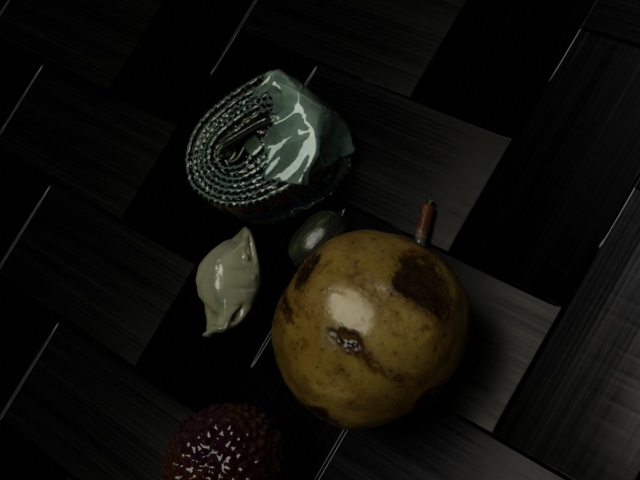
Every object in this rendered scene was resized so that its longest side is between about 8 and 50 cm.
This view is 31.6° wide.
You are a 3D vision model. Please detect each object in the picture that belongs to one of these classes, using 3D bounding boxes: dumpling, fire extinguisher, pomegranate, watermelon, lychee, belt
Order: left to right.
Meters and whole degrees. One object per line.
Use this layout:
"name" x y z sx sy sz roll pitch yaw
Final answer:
"lychee" -0.138 0.334 1.604 0.188 0.188 0.188 -11 64 24
"dumpling" -0.153 0.067 1.798 0.134 0.100 0.169 -14 80 64
"belt" -0.081 -0.141 1.803 0.257 0.150 0.207 -28 67 17
"watermelon" 0.000 0.000 1.740 0.111 0.078 0.078 -46 55 2
"pomegranate" 0.072 0.118 1.539 0.281 0.281 0.281 -11 64 24
"fire extinguisher" 0.156 -0.029 1.702 0.028 0.022 0.083 -13 59 58
